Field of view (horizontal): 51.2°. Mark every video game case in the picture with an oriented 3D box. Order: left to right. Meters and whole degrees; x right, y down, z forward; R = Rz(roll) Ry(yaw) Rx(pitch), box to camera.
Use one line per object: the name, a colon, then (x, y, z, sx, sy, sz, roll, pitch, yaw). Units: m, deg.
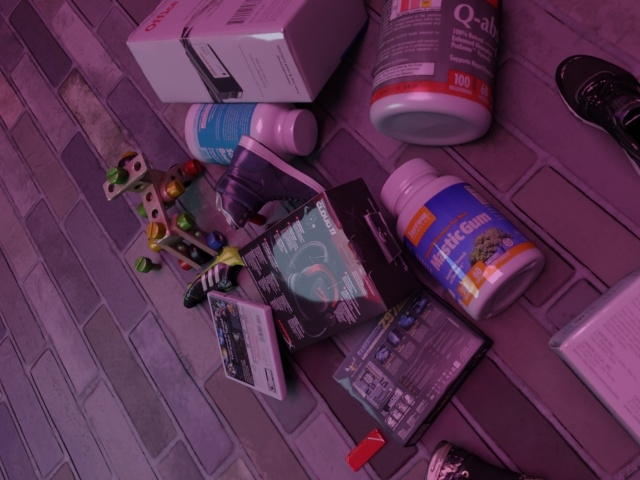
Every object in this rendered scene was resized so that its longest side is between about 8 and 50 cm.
video game case: (-0.140, 0.198, 1.278, 0.173, 0.022, 0.191, 9, 116, 44)

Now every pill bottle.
pill bottle: (-0.140, -0.225, 1.377, 0.264, 0.146, 0.146, 7, 82, 32)
pill bottle: (0.207, -0.367, 1.168, 0.210, 0.210, 0.363, 2, 80, 31)
pill bottle: (0.223, -0.012, 1.111, 0.152, 0.152, 0.272, -48, 61, 12)

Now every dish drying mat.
dish drying mat: (0.080, 0.373, 1.190, 0.083, 0.008, 0.032, -47, 61, 13)

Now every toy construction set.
toy construction set: (-0.303, -0.075, 1.385, 0.308, 0.237, 0.258, -3, 77, 29)

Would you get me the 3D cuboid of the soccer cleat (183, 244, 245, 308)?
soccer cleat: (-0.221, 0.089, 1.407, 0.179, 0.060, 0.072, -47, 73, 13)

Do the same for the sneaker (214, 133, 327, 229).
sneaker: (-0.094, -0.075, 1.280, 0.164, 0.226, 0.086, -61, 21, -5)

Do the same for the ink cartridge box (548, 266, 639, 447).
ink cartridge box: (0.554, 0.132, 0.878, 0.385, 0.091, 0.308, -41, 82, 4)

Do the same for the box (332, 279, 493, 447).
box: (0.155, 0.206, 1.154, 0.183, 0.059, 0.233, 40, 100, 31)

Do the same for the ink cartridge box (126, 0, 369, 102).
ink cartridge box: (-0.145, -0.425, 1.352, 0.394, 0.166, 0.286, 7, 51, 32)

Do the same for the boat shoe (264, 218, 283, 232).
boat shoe: (0.000, 0.000, 1.285, 0.233, 0.079, 0.084, 10, 82, 30)

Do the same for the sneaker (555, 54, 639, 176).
sneaker: (0.468, -0.207, 1.028, 0.107, 0.124, 0.283, -43, 61, 15)

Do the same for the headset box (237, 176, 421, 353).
headset box: (0.018, 0.044, 1.151, 0.293, 0.110, 0.218, -32, 85, 44)

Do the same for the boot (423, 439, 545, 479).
boot: (0.239, 0.450, 1.034, 0.178, 0.085, 0.237, 10, 83, 29)
